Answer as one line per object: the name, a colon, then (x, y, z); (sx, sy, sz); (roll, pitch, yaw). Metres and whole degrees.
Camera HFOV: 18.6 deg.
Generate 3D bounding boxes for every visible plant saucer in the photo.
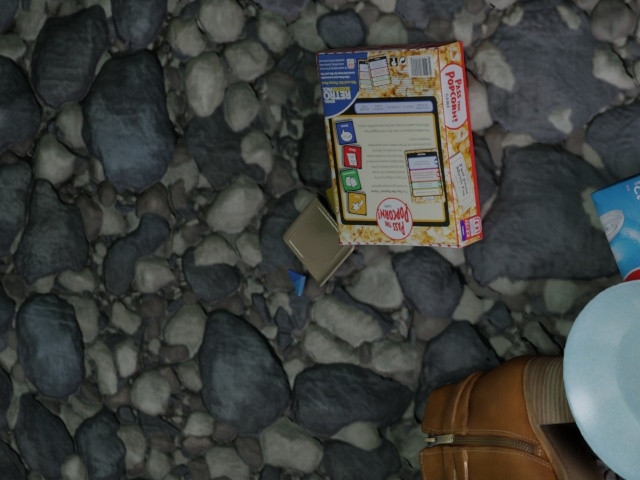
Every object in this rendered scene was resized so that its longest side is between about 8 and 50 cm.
plant saucer: (0.301, 0.123, 1.683); (0.195, 0.037, 0.195); (13, 112, 37)

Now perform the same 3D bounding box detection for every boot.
boot: (0.172, 0.245, 1.817); (0.220, 0.109, 0.283); (-15, 66, 46)

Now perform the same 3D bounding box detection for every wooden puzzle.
wooden puzzle: (0.000, 0.000, 1.994); (0.116, 0.014, 0.079); (-41, 72, 38)

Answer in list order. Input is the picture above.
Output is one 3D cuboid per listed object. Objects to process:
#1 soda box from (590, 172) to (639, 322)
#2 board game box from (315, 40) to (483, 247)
soda box: (0.316, 0.039, 1.719); (0.067, 0.071, 0.210); (-23, 89, 40)
board game box: (0.075, -0.092, 1.887); (0.146, 0.045, 0.194); (2, 104, 37)
